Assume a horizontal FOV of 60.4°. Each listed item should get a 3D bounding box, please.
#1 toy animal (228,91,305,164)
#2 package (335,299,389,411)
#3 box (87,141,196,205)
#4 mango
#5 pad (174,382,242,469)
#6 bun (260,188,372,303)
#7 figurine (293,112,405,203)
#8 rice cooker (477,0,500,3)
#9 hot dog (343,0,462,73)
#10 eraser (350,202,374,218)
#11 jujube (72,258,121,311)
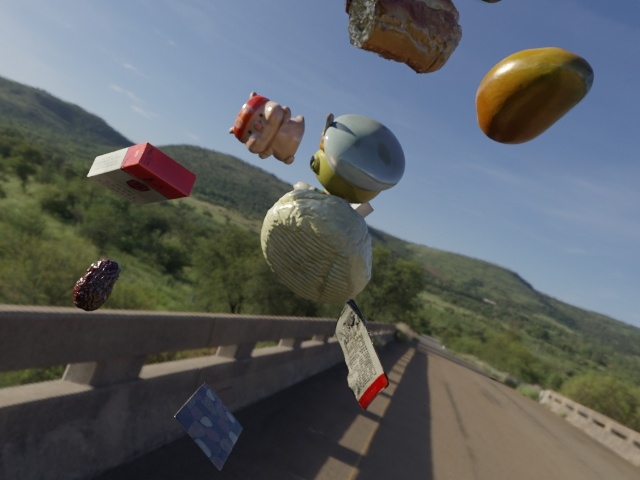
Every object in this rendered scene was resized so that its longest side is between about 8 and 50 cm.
[{"bbox_3d":[-0.147,-0.320,1.567,0.197,0.171,0.171,22,-2,-28],"label":"toy animal"},{"bbox_3d":[0.090,0.280,1.342,0.030,0.154,0.239,0,49,-24],"label":"package"},{"bbox_3d":[-0.285,-0.102,0.877,0.152,0.048,0.100,-1,-25,41],"label":"box"},{"bbox_3d":[0.428,-0.306,1.146,0.175,0.139,0.254,29,-34,-8],"label":"mango"},{"bbox_3d":[-0.259,0.434,1.311,0.158,0.003,0.235,50,6,0],"label":"pad"},{"bbox_3d":[0.000,0.000,0.985,0.220,0.221,0.134,22,42,21],"label":"bun"},{"bbox_3d":[0.059,-0.111,1.349,0.224,0.382,0.205,11,27,-27],"label":"figurine"},{"bbox_3d":[0.337,-0.674,1.214,0.224,0.267,0.267,16,2,-28],"label":"rice cooker"},{"bbox_3d":[0.246,-0.673,1.637,0.365,0.368,0.196,9,-29,-28],"label":"hot dog"},{"bbox_3d":[0.101,-0.116,2.017,0.068,0.124,0.210,55,-5,-22],"label":"eraser"},{"bbox_3d":[-0.654,0.127,1.599,0.104,0.166,0.104,25,-8,4],"label":"jujube"}]
